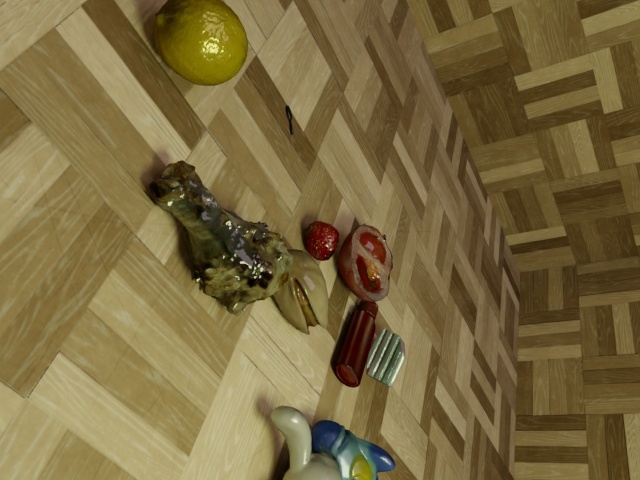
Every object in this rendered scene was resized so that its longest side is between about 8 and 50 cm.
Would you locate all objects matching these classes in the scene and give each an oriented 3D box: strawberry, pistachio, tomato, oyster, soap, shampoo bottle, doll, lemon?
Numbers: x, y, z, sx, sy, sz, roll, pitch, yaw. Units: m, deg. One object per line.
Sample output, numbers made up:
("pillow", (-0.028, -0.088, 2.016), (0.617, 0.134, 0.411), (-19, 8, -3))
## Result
("strawberry", (0.000, 0.000, 1.518), (0.106, 0.106, 0.106), (27, 57, -53))
("pistachio", (-0.046, 0.120, 1.364), (0.152, 0.126, 0.223), (-124, -169, -71))
("tomato", (0.110, 0.067, 1.656), (0.199, 0.112, 0.228), (46, 43, -32))
("oyster", (-0.190, -0.015, 1.145), (0.198, 0.133, 0.337), (-43, 104, -26))
("soap", (0.194, 0.342, 1.711), (0.056, 0.100, 0.149), (42, 71, -53))
("shampoo bottle", (0.106, 0.275, 1.621), (0.102, 0.064, 0.260), (58, 36, -30))
("doll", (0.018, 0.549, 1.295), (0.365, 0.187, 0.377), (8, 96, -49))
("lemon", (-0.241, -0.407, 1.171), (0.193, 0.180, 0.181), (31, 51, -25))

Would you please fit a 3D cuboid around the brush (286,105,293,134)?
("brush", (-0.081, -0.325, 1.567), (0.024, 0.008, 0.083), (4, 77, -62))
